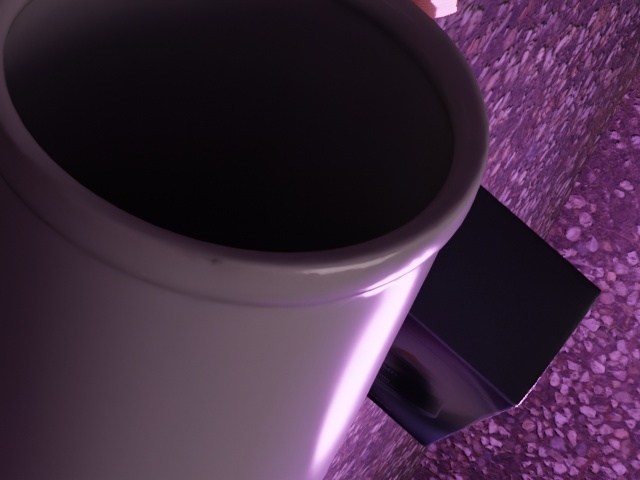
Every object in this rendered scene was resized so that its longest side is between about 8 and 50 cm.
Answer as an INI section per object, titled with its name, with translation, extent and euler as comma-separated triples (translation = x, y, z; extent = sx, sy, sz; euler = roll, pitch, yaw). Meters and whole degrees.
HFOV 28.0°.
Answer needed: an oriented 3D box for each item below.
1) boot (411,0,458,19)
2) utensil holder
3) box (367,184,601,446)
[boot]
translation = 0.207, -0.341, 1.301
extent = 0.295, 0.104, 0.211
euler = -22, 153, -7
[utensil holder]
translation = -0.094, 0.024, 0.917
extent = 0.327, 0.327, 0.385
euler = -41, 159, -42
[box]
translation = 0.104, 0.059, 1.461
extent = 0.183, 0.296, 0.294
euler = -49, 179, -23
